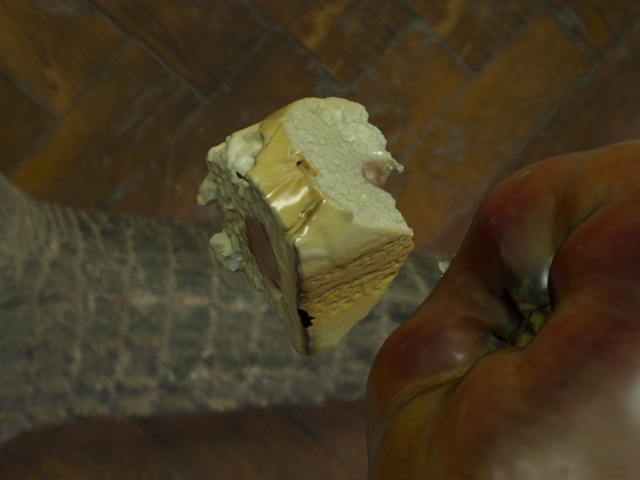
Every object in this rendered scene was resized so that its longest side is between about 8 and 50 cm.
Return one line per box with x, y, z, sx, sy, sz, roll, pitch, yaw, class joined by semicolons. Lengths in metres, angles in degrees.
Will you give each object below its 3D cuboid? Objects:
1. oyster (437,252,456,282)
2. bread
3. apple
0.123;0.065;1.125;0.045;0.146;0.121;-40;162;-9;oyster
-0.039;-0.015;1.638;0.224;0.183;0.211;-48;151;21;bread
0.123;0.087;0.558;0.234;0.234;0.234;-10;117;-20;apple
